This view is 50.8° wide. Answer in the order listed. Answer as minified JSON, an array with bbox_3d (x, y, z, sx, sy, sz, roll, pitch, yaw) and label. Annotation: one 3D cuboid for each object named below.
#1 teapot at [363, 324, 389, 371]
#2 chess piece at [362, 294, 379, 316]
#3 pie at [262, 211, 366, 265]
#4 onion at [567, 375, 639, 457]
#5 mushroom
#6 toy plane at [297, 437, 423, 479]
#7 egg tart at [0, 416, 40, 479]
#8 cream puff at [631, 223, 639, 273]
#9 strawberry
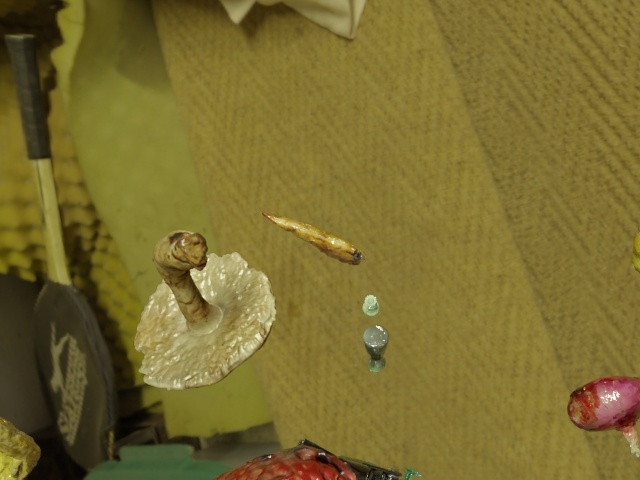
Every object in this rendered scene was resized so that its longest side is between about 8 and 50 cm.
[{"bbox_3d":[0.094,0.185,1.134,0.042,0.043,0.111,36,156,25],"label":"teapot"},{"bbox_3d":[0.121,0.152,1.609,0.042,0.093,0.042,-1,70,4],"label":"chess piece"},{"bbox_3d":[0.000,0.000,0.995,0.169,0.092,0.034,24,87,26],"label":"pie"},{"bbox_3d":[0.522,0.313,1.188,0.150,0.150,0.140,-37,55,35],"label":"onion"},{"bbox_3d":[-0.176,0.059,0.975,0.233,0.208,0.302,31,128,32],"label":"mushroom"},{"bbox_3d":[0.121,0.540,1.516,0.155,0.381,0.107,13,80,56],"label":"toy plane"},{"bbox_3d":[-0.608,0.348,1.101,0.279,0.278,0.095,-50,42,31],"label":"egg tart"},{"bbox_3d":[0.582,0.007,1.116,0.146,0.116,0.146,2,104,7],"label":"cream puff"},{"bbox_3d":[-0.063,0.399,1.052,0.280,0.253,0.150,179,84,-71],"label":"strawberry"}]
